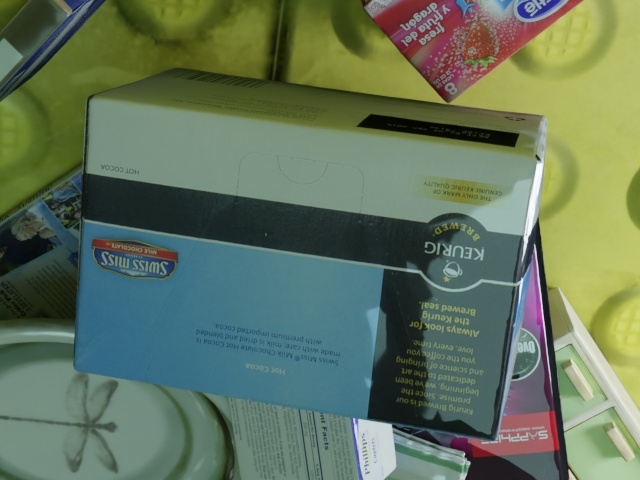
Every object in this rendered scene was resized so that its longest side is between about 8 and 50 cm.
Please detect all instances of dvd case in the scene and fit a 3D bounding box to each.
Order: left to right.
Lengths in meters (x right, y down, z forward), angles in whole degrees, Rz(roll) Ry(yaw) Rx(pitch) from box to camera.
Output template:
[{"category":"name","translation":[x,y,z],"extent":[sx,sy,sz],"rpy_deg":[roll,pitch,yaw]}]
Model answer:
[{"category":"dvd case","translation":[-0.239,0.030,1.340],"extent":[0.253,0.022,0.180],"rpy_deg":[-32,118,13]}]

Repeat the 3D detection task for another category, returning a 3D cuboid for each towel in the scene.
[{"category":"towel","translation":[0.070,0.252,1.299],"extent":[0.113,0.023,0.152],"rpy_deg":[19,114,7]}]

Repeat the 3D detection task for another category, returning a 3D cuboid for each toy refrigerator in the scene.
[{"category":"toy refrigerator","translation":[0.277,0.189,1.430],"extent":[0.102,0.094,0.269],"rpy_deg":[-29,117,13]}]

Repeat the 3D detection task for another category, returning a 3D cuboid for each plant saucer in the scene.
[{"category":"plant saucer","translation":[-0.253,0.197,1.367],"extent":[0.401,0.100,0.400],"rpy_deg":[0,132,-1]}]

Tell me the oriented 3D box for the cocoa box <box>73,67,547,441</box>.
[{"category":"cocoa box","translation":[0.000,0.000,1.113],"extent":[0.347,0.231,0.228],"rpy_deg":[8,104,10]}]

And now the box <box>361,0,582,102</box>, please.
[{"category":"box","translation":[0.163,-0.255,1.143],"extent":[0.257,0.128,0.122],"rpy_deg":[-37,116,16]}]

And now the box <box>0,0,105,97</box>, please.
[{"category":"box","translation":[-0.231,-0.172,1.113],"extent":[0.036,0.225,0.136],"rpy_deg":[44,109,-9]}]

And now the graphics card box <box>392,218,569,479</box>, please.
[{"category":"graphics card box","translation":[0.108,0.102,1.299],"extent":[0.233,0.094,0.370],"rpy_deg":[-5,106,13]}]

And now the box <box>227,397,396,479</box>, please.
[{"category":"box","translation":[-0.009,0.161,1.247],"extent":[0.137,0.072,0.126],"rpy_deg":[-1,103,33]}]
